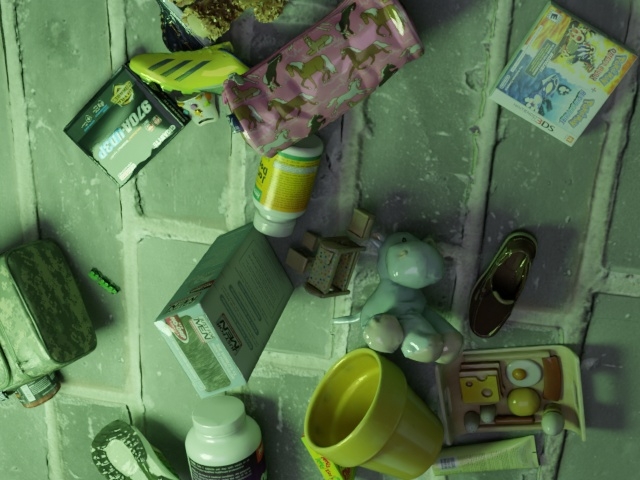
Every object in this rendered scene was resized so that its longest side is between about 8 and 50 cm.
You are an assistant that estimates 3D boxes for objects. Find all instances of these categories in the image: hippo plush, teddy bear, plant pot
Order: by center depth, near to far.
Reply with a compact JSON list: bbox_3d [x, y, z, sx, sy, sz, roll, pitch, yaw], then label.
[{"bbox_3d":[-0.137,-0.503,1.605,0.245,0.113,0.338,36,116,-25],"label":"teddy bear"},{"bbox_3d":[0.193,0.108,1.805,0.234,0.294,0.237,14,92,-14],"label":"hippo plush"},{"bbox_3d":[0.133,0.400,1.930,0.239,0.254,0.254,35,119,-23],"label":"plant pot"}]

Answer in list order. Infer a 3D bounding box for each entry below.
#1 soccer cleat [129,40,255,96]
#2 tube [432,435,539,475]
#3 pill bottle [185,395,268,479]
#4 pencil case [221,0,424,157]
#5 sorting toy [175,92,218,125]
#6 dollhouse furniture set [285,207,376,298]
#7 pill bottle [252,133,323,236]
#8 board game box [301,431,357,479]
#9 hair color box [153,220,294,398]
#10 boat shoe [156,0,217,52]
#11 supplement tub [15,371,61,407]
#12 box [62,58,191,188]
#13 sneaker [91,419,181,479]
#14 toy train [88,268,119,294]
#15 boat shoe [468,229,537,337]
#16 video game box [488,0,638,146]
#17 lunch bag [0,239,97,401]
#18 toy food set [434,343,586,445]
[{"bbox_3d":[-0.222,-0.338,1.708,0.289,0.093,0.121,10,114,-11],"label":"soccer cleat"},{"bbox_3d":[0.375,0.498,2.015,0.240,0.062,0.070,-10,156,12],"label":"tube"},{"bbox_3d":[-0.220,0.540,2.098,0.181,0.181,0.323,0,115,13],"label":"pill bottle"},{"bbox_3d":[0.003,-0.314,1.610,0.386,0.167,0.160,-33,65,9],"label":"pencil case"},{"bbox_3d":[-0.248,-0.270,1.802,0.083,0.045,0.075,-17,129,20],"label":"sorting toy"},{"bbox_3d":[0.000,0.000,1.807,0.161,0.101,0.182,32,113,36],"label":"dollhouse furniture set"},{"bbox_3d":[-0.073,-0.117,1.785,0.117,0.118,0.208,18,118,4],"label":"pill bottle"},{"bbox_3d":[0.023,0.505,2.076,0.043,0.092,0.181,-21,109,20],"label":"board game box"},{"bbox_3d":[-0.182,0.129,1.782,0.113,0.374,0.185,-22,108,21],"label":"hair color box"},{"bbox_3d":[-0.292,-0.431,1.715,0.083,0.065,0.183,-35,104,26],"label":"boat shoe"},{"bbox_3d":[-0.726,0.304,2.146,0.106,0.106,0.198,-18,109,20],"label":"supplement tub"},{"bbox_3d":[-0.407,-0.242,1.840,0.220,0.051,0.175,-38,102,25],"label":"box"},{"bbox_3d":[-0.377,0.610,2.130,0.158,0.182,0.410,-41,70,1],"label":"sneaker"},{"bbox_3d":[-0.505,0.098,2.046,0.083,0.017,0.023,42,127,-8],"label":"toy train"},{"bbox_3d":[0.366,0.103,1.801,0.095,0.095,0.258,18,118,4],"label":"boat shoe"},{"bbox_3d":[0.443,-0.304,1.617,0.187,0.048,0.205,29,118,-4],"label":"video game box"},{"bbox_3d":[-0.692,0.184,1.992,0.256,0.212,0.305,-23,93,22],"label":"lunch bag"},{"bbox_3d":[0.413,0.349,1.910,0.306,0.092,0.220,-6,114,15],"label":"toy food set"}]
